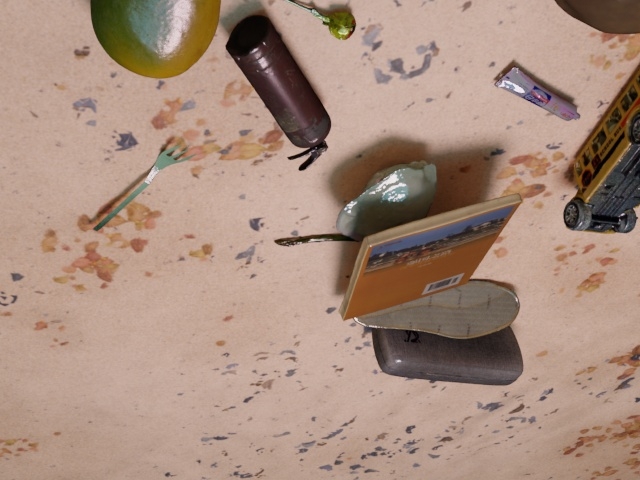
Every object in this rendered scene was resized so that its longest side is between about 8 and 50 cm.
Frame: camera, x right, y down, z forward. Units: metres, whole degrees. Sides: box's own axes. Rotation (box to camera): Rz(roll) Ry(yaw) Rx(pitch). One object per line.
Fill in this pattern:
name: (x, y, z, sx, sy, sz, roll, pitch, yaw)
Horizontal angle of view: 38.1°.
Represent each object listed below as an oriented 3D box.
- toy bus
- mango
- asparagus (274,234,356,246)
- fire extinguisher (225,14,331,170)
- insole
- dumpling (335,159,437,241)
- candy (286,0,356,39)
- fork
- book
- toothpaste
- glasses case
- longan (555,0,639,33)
toy bus: (0.505, -0.147, 1.485, 0.121, 0.123, 0.336, 4, 139, -20)
mango: (-0.195, -0.313, 1.123, 0.156, 0.114, 0.251, 10, 125, -10)
asparagus: (0.000, 0.000, 1.624, 0.162, 0.016, 0.016, -5, 160, -10)
fire extinguisher: (-0.052, -0.198, 1.322, 0.089, 0.072, 0.268, -29, 139, 7)
insole: (0.225, 0.131, 1.792, 0.348, 0.009, 0.119, 4, 97, -13)
dumpling: (0.099, -0.058, 1.514, 0.149, 0.105, 0.217, 12, 143, -11)
candy: (-0.007, -0.306, 1.243, 0.122, 0.035, 0.035, 21, 144, -21)
fork: (-0.284, -0.084, 1.448, 0.235, 0.021, 0.039, -35, 132, 28)
book: (0.176, 0.038, 1.593, 0.262, 0.028, 0.374, -15, 159, -11)
toothpaste: (0.342, -0.221, 1.430, 0.169, 0.028, 0.045, 21, 138, -31)
glasses case: (0.257, 0.217, 1.863, 0.323, 0.131, 0.074, 9, 139, -24)
longan: (0.384, -0.374, 1.113, 0.248, 0.248, 0.248, -7, 141, -6)
